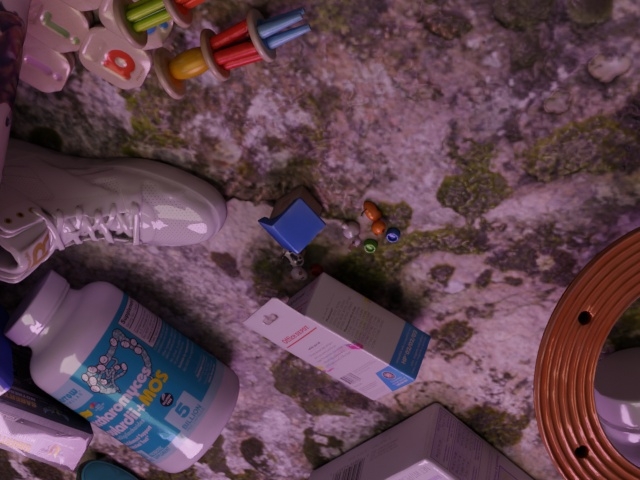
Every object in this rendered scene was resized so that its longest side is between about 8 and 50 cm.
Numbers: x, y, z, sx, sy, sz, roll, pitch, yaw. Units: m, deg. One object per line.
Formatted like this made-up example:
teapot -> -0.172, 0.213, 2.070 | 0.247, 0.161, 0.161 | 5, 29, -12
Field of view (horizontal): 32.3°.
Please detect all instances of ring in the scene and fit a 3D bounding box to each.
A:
ring -> 0.372, 0.131, 1.096 | 0.336, 0.032, 0.337 | -2, 104, -7

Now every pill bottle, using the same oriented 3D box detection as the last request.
pill bottle -> -0.236, 0.147, 1.296 | 0.264, 0.146, 0.146 | 37, 129, -16
pill bottle -> 0.363, 0.238, 1.209 | 0.131, 0.131, 0.229 | -7, 117, 21

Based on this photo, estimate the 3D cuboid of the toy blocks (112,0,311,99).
toy blocks -> -0.095, -0.202, 1.009 | 0.148, 0.054, 0.123 | -19, 136, 17

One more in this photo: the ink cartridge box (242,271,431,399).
ink cartridge box -> 0.017, 0.099, 1.223 | 0.181, 0.062, 0.104 | 31, 150, -12

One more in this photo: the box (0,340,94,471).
box -> -0.392, 0.170, 1.303 | 0.231, 0.183, 0.056 | 26, 101, -29

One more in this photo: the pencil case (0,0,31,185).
pencil case -> -0.387, -0.057, 1.013 | 0.183, 0.160, 0.411 | 11, 97, -3

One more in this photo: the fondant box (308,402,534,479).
fondant box -> 0.172, 0.376, 1.409 | 0.330, 0.096, 0.238 | 39, 128, -19

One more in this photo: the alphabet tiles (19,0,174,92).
alphabet tiles -> -0.262, -0.269, 1.038 | 0.278, 0.021, 0.284 | 30, 130, -9

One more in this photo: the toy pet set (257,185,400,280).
toy pet set -> 0.000, 0.000, 1.161 | 0.122, 0.065, 0.114 | -28, 117, 32

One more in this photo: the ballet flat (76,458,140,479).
ballet flat -> -0.250, 0.398, 1.560 | 0.247, 0.083, 0.087 | 35, 144, -12

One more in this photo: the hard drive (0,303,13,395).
hard drive -> -0.452, 0.012, 1.207 | 0.040, 0.210, 0.319 | -35, 116, -3

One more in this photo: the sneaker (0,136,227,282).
sneaker -> -0.256, -0.011, 1.157 | 0.292, 0.169, 0.108 | 10, 129, 6
